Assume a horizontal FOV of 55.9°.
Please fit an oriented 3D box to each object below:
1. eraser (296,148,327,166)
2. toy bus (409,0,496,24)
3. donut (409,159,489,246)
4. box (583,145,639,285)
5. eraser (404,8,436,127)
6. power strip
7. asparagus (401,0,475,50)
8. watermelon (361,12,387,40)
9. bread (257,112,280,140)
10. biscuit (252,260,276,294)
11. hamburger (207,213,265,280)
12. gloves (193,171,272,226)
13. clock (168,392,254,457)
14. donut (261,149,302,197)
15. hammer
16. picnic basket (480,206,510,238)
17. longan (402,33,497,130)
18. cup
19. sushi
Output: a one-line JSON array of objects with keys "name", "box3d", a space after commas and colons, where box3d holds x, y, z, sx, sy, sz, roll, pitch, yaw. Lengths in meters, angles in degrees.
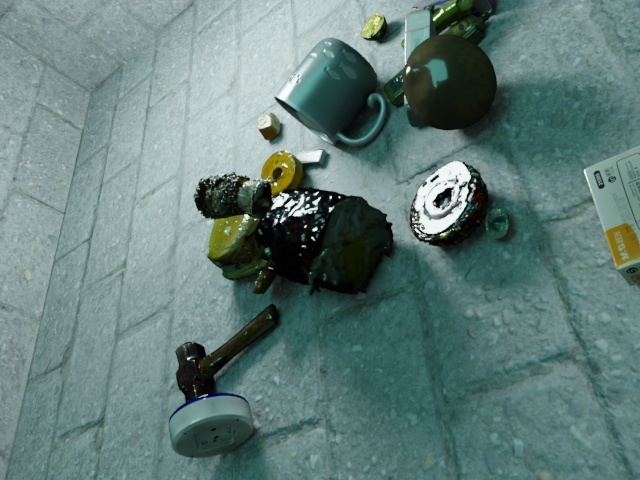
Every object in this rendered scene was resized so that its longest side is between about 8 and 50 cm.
[{"name": "eraser", "box3d": [-0.033, -0.286, 2.088, 0.122, 0.029, 0.052, 1, 66, 44]}, {"name": "toy bus", "box3d": [0.419, -0.744, 1.910, 0.274, 0.090, 0.112, -3, 55, 41]}, {"name": "donut", "box3d": [0.336, -0.087, 1.553, 0.235, 0.089, 0.235, -35, 39, 34]}, {"name": "box", "box3d": [0.687, -0.068, 1.226, 0.221, 0.091, 0.274, -27, 48, 30]}, {"name": "eraser", "box3d": [0.303, -0.520, 1.824, 0.089, 0.061, 0.352, -4, 80, 30]}, {"name": "power strip", "box3d": [0.361, -0.570, 1.872, 0.387, 0.066, 0.092, -38, 47, 19]}, {"name": "asparagus", "box3d": [0.361, -0.675, 1.888, 0.278, 0.067, 0.060, -29, 36, 53]}, {"name": "watermelon", "box3d": [0.197, -0.751, 2.140, 0.105, 0.062, 0.105, -30, 46, 37]}, {"name": "bread", "box3d": [-0.194, -0.435, 2.305, 0.070, 0.077, 0.083, -17, 53, 22]}, {"name": "biscuit", "box3d": [-0.137, 0.057, 1.866, 0.208, 0.041, 0.290, 109, -176, -50]}, {"name": "hamburger", "box3d": [-0.271, 0.031, 1.996, 0.288, 0.167, 0.192, -6, 65, 50]}, {"name": "gloves", "box3d": [-0.310, -0.144, 2.144, 0.312, 0.210, 0.135, 16, 44, 24]}, {"name": "clock", "box3d": [-0.302, 0.520, 1.682, 0.230, 0.230, 0.083, -40, 48, 18]}, {"name": "donut", "box3d": [-0.129, -0.228, 2.099, 0.178, 0.065, 0.162, -13, 74, 42]}, {"name": "hammer", "box3d": [-0.283, 0.349, 1.896, 0.409, 0.095, 0.242, -38, 44, 12]}, {"name": "picnic basket", "box3d": [0.431, -0.047, 1.461, 0.065, 0.083, 0.083, -9, 62, 34]}, {"name": "longan", "box3d": [0.348, -0.427, 1.647, 0.258, 0.258, 0.258, -23, 51, 32]}, {"name": "cup", "box3d": [0.066, -0.473, 1.981, 0.357, 0.259, 0.274, 37, 93, 18]}, {"name": "sushi", "box3d": [0.002, -0.001, 1.677, 0.294, 0.299, 0.281, 17, 93, 45]}]
